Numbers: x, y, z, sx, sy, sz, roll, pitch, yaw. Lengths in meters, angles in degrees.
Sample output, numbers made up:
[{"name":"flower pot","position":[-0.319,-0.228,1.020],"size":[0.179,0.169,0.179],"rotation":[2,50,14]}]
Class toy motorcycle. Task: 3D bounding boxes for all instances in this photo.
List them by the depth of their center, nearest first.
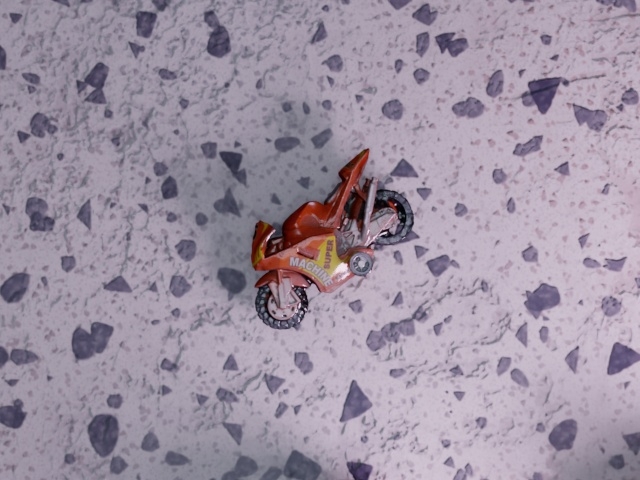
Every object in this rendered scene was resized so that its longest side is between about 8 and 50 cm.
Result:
[{"name":"toy motorcycle","position":[0.001,0.002,1.618],"size":[0.298,0.089,0.171],"rotation":[-39,88,-4]}]
